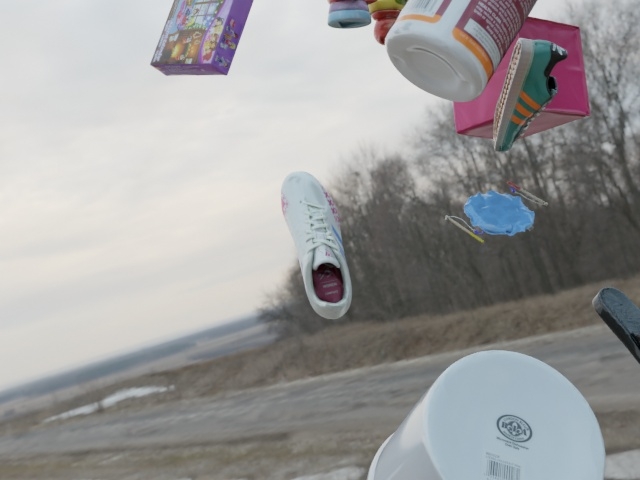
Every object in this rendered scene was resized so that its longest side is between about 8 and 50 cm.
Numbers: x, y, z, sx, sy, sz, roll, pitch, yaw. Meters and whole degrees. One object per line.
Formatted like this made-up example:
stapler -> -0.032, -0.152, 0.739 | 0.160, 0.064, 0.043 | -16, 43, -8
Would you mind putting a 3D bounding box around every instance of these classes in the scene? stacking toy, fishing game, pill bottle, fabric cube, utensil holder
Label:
stacking toy -> 0.188, -0.664, 2.223 | 0.309, 0.130, 0.280 | -5, 4, -41
fishing game -> 0.477, -0.067, 2.012 | 0.264, 0.041, 0.189 | -30, 49, -31
pill bottle -> 0.316, -0.497, 1.517 | 0.392, 0.224, 0.224 | -58, 5, -10
fabric cube -> 0.537, -0.432, 2.054 | 0.254, 0.259, 0.258 | 0, -7, -34
utensil holder -> 0.280, 0.412, 1.351 | 0.328, 0.327, 0.385 | -16, -30, -21

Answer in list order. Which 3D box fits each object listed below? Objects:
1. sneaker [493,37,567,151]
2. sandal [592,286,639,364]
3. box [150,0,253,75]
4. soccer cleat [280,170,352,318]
sneaker -> 0.482, -0.323, 1.752 | 0.121, 0.108, 0.302 | 8, -43, 1
sandal -> 0.970, 0.297, 2.156 | 0.168, 0.445, 0.107 | -21, -29, -40
box -> -0.238, -0.496, 1.617 | 0.201, 0.293, 0.057 | 10, -12, 39
soccer cleat -> 0.000, 0.000, 1.583 | 0.116, 0.331, 0.143 | -15, -8, -6
